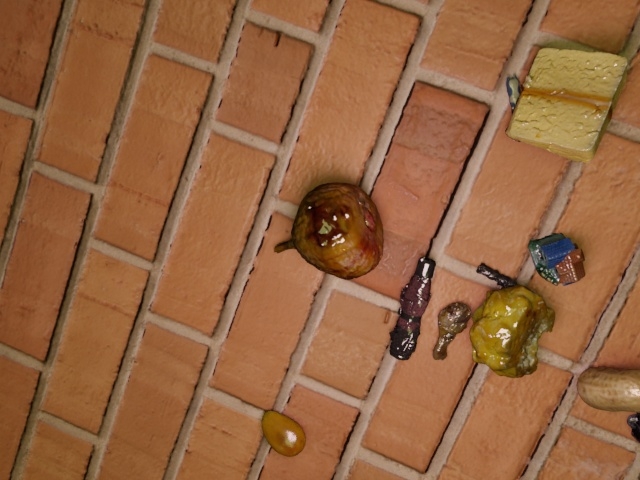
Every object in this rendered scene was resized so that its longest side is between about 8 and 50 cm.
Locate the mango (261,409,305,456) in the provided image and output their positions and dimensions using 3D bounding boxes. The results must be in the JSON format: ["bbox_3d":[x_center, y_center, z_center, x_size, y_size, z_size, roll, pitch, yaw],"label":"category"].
[{"bbox_3d":[-0.123,0.624,1.523,0.163,0.089,0.111,25,88,14],"label":"mango"}]

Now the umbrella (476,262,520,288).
[{"bbox_3d":[0.530,0.115,1.391,0.144,0.037,0.040,28,96,6],"label":"umbrella"}]

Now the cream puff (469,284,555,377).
[{"bbox_3d":[0.526,0.252,1.342,0.282,0.185,0.281,-10,107,-34],"label":"cream puff"}]

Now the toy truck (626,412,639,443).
[{"bbox_3d":[0.974,0.469,1.337,0.114,0.107,0.252,11,100,6],"label":"toy truck"}]

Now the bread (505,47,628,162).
[{"bbox_3d":[0.662,-0.366,1.284,0.236,0.198,0.263,24,96,30],"label":"bread"}]

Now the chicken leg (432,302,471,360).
[{"bbox_3d":[0.383,0.274,1.424,0.085,0.069,0.197,13,107,-18],"label":"chicken leg"}]

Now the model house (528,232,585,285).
[{"bbox_3d":[0.669,0.059,1.309,0.120,0.149,0.148,-18,92,11],"label":"model house"}]

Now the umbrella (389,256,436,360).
[{"bbox_3d":[0.274,0.203,1.413,0.094,0.090,0.325,14,98,9],"label":"umbrella"}]

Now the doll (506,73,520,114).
[{"bbox_3d":[0.548,-0.404,1.329,0.037,0.027,0.125,-13,95,4],"label":"doll"}]

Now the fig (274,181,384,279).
[{"bbox_3d":[0.000,0.000,1.373,0.369,0.286,0.286,-25,93,39],"label":"fig"}]

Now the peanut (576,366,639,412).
[{"bbox_3d":[0.841,0.410,1.303,0.137,0.253,0.122,2,75,-24],"label":"peanut"}]
